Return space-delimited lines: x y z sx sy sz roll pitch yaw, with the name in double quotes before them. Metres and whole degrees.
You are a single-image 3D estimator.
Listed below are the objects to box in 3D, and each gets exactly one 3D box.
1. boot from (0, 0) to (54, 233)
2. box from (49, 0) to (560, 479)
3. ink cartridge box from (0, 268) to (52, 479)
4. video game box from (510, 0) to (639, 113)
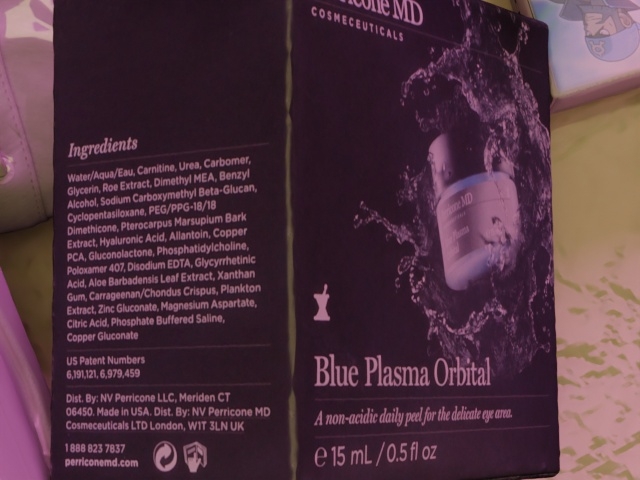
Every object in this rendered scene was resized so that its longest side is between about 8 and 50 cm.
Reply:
"boot" -0.125 -0.129 0.599 0.123 0.095 0.258 -7 93 -5
"box" 0.000 0.000 0.532 0.093 0.156 0.158 -5 84 35
"ink cartridge box" -0.234 0.099 0.492 0.306 0.131 0.226 -24 86 3
"video game box" 0.151 -0.164 0.608 0.205 0.048 0.187 -17 82 0
